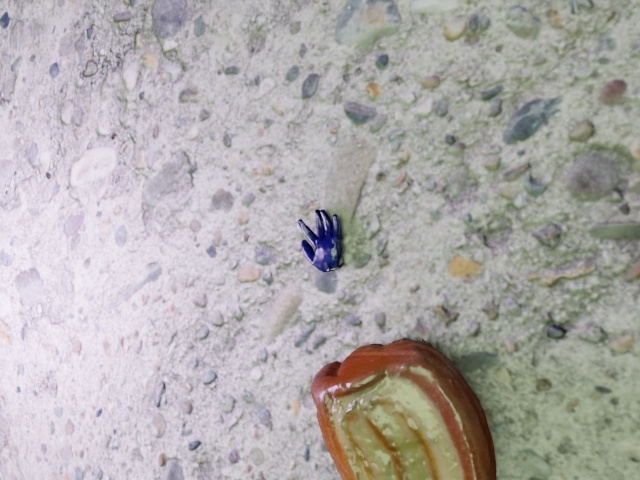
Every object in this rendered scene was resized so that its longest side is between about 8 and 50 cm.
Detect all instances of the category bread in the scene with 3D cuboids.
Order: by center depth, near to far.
[{"bbox_3d":[0.102,0.234,0.558,0.190,0.123,0.244,-31,78,22],"label":"bread"}]

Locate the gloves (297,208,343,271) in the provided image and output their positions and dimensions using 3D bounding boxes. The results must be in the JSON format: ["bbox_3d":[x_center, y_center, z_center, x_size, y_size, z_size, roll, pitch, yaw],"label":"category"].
[{"bbox_3d":[0.000,0.000,0.658,0.064,0.026,0.086,-10,86,28],"label":"gloves"}]
